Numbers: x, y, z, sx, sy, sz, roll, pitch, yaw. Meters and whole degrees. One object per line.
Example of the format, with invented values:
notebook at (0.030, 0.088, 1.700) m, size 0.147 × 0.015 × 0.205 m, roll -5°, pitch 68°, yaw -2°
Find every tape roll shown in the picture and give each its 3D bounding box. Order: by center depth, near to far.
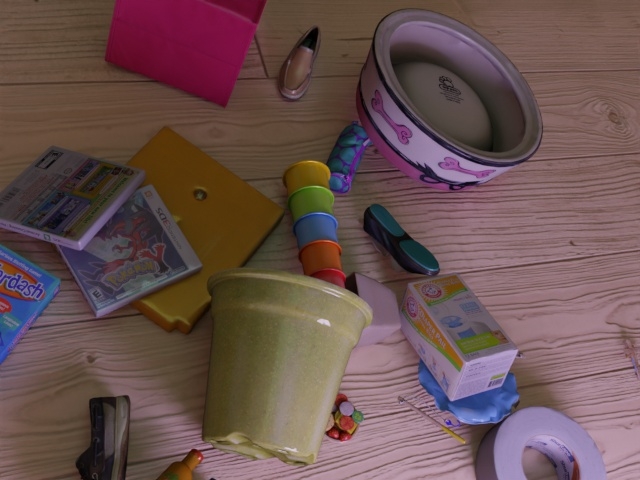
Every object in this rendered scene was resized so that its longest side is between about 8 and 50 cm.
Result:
tape roll at (0.384, 0.403, 1.510) m, size 0.219 × 0.072 × 0.219 m, roll 9°, pitch 58°, yaw -14°

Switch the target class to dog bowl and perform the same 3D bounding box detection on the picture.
dog bowl at (0.251, -0.278, 1.789) m, size 0.408 × 0.150 × 0.408 m, roll 17°, pitch 50°, yaw -21°

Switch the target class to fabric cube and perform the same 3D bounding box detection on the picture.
fabric cube at (-0.244, -0.466, 1.698) m, size 0.258 × 0.259 × 0.254 m, roll 20°, pitch 55°, yaw -10°

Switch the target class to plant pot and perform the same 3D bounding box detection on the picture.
plant pot at (-0.072, 0.211, 1.367) m, size 0.276 × 0.276 × 0.254 m, roll 16°, pitch 67°, yaw -11°
plant pot at (0.081, 0.131, 1.550) m, size 0.096 × 0.109 × 0.109 m, roll 8°, pitch 57°, yaw -29°

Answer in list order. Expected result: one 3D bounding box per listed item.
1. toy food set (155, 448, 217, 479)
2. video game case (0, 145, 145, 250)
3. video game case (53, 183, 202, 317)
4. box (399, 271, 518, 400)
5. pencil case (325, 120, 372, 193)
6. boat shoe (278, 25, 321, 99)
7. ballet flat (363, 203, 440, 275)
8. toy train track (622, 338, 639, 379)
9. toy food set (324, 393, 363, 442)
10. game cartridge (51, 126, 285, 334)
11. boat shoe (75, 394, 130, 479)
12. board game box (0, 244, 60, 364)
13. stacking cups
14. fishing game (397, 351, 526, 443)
toy food set at (-0.136, 0.413, 1.284) m, size 0.232 × 0.111 × 0.104 m, roll 21°, pitch 45°, yaw 26°
video game case at (-0.434, -0.077, 1.475) m, size 0.193 × 0.023 × 0.212 m, roll 15°, pitch 42°, yaw 14°
video game case at (-0.330, 0.012, 1.465) m, size 0.201 × 0.023 × 0.183 m, roll -26°, pitch 72°, yaw -28°
box at (0.237, 0.167, 1.545) m, size 0.114 × 0.103 × 0.203 m, roll -10°, pitch 45°, yaw -25°
pencil case at (0.054, -0.165, 1.736) m, size 0.064 × 0.070 × 0.151 m, roll 54°, pitch 47°, yaw -36°
boat shoe at (-0.041, -0.382, 1.830) m, size 0.068 × 0.072 × 0.190 m, roll 20°, pitch 56°, yaw -8°
ballet flat at (0.148, 0.015, 1.647) m, size 0.074 × 0.074 × 0.203 m, roll -22°, pitch 54°, yaw -29°
toy train track at (0.624, 0.238, 1.733) m, size 0.048 × 0.014 × 0.083 m, roll 0°, pitch 66°, yaw -28°
toy food set at (0.029, 0.302, 1.474) m, size 0.083 × 0.020 × 0.082 m, roll 37°, pitch 55°, yaw 5°
game cartridge at (-0.264, -0.021, 1.551) m, size 0.285 × 0.052 × 0.323 m, roll 36°, pitch 58°, yaw 3°
boat shoe at (-0.327, 0.334, 1.294) m, size 0.073 × 0.080 × 0.223 m, roll 4°, pitch 51°, yaw -7°
board game box at (-0.539, 0.107, 1.370) m, size 0.160 × 0.047 × 0.210 m, roll 30°, pitch 54°, yaw -1°
stacking cups at (0.000, 0.000, 1.577) m, size 0.096 × 0.096 × 0.316 m, roll 1°, pitch 52°, yaw -19°
fishing game at (0.264, 0.257, 1.558) m, size 0.189 × 0.041 × 0.264 m, roll 29°, pitch 43°, yaw 16°
